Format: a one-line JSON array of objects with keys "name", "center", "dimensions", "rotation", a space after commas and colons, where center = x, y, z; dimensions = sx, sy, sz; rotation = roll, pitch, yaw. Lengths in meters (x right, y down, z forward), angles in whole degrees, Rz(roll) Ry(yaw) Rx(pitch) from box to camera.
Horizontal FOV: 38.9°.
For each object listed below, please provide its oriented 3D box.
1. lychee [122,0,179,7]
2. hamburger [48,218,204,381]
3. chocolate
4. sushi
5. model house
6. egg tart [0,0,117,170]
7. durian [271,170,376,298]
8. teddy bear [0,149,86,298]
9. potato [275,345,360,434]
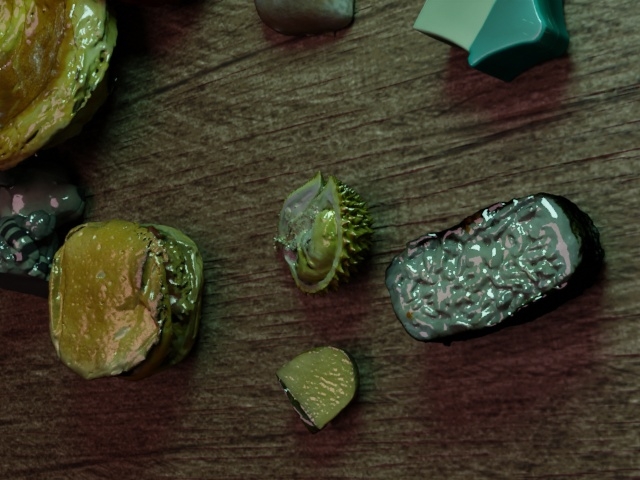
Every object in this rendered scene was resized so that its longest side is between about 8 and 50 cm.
[{"name": "lychee", "center": [-0.256, -0.473, 1.237], "dimensions": [0.255, 0.255, 0.300], "rotation": [19, 115, 34]}, {"name": "hamburger", "center": [-0.269, 0.082, 1.278], "dimensions": [0.244, 0.163, 0.244], "rotation": [-5, 81, 29]}, {"name": "chocolate", "center": [-0.030, -0.397, 1.171], "dimensions": [0.161, 0.083, 0.261], "rotation": [1, 90, 36]}, {"name": "sushi", "center": [0.190, 0.035, 0.979], "dimensions": [0.225, 0.127, 0.124], "rotation": [-27, 73, 23]}, {"name": "model house", "center": [0.202, -0.247, 0.995], "dimensions": [0.149, 0.100, 0.127], "rotation": [39, 110, 32]}, {"name": "egg tart", "center": [-0.426, -0.258, 1.379], "dimensions": [0.352, 0.150, 0.352], "rotation": [-13, 65, 30]}, {"name": "durian", "center": [0.000, 0.000, 1.139], "dimensions": [0.208, 0.102, 0.146], "rotation": [-16, 76, 57]}, {"name": "teddy bear", "center": [-0.448, -0.038, 1.405], "dimensions": [0.144, 0.171, 0.251], "rotation": [2, 84, 15]}, {"name": "potato", "center": [0.013, 0.174, 1.135], "dimensions": [0.103, 0.066, 0.096], "rotation": [-35, 84, 24]}]
